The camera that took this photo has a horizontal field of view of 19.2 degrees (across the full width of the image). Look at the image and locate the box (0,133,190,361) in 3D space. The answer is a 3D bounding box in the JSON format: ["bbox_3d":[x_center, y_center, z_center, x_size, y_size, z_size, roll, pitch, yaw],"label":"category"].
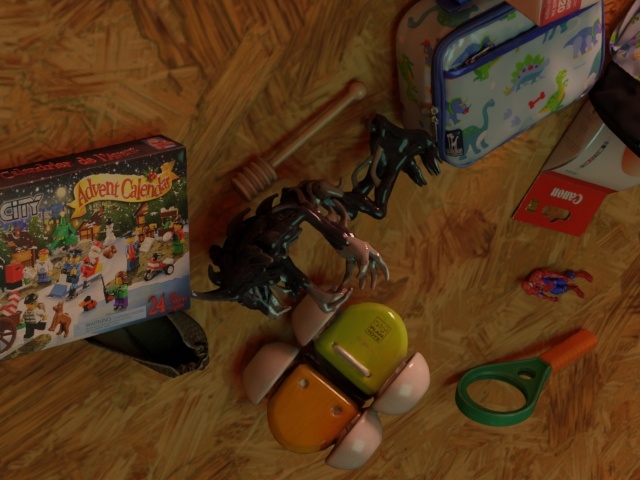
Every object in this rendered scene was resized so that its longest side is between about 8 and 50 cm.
[{"bbox_3d":[-0.223,0.009,1.651,0.233,0.044,0.159,-16,117,-33],"label":"box"}]

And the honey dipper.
[{"bbox_3d":[-0.016,-0.097,1.797,0.160,0.030,0.030,-40,143,-10],"label":"honey dipper"}]

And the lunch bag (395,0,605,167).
[{"bbox_3d":[0.178,-0.186,1.851,0.219,0.090,0.176,-28,137,-23],"label":"lunch bag"}]

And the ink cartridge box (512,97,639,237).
[{"bbox_3d":[0.312,-0.077,2.115,0.145,0.045,0.179,12,113,-48],"label":"ink cartridge box"}]

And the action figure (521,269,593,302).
[{"bbox_3d":[0.275,0.052,2.214,0.115,0.030,0.038,2,128,-42],"label":"action figure"}]

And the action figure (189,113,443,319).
[{"bbox_3d":[0.000,0.000,1.799,0.275,0.141,0.164,-40,-172,-17],"label":"action figure"}]

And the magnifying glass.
[{"bbox_3d":[0.251,0.159,2.255,0.231,0.092,0.026,-24,135,-41],"label":"magnifying glass"}]

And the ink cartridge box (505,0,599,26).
[{"bbox_3d":[0.240,-0.302,1.739,0.217,0.158,0.092,-26,138,-23],"label":"ink cartridge box"}]

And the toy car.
[{"bbox_3d":[0.020,0.140,1.979,0.182,0.159,0.136,-50,177,6],"label":"toy car"}]

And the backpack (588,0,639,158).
[{"bbox_3d":[0.471,-0.224,1.977,0.355,0.273,0.290,-44,134,18],"label":"backpack"}]

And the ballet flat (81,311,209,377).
[{"bbox_3d":[-0.181,0.080,1.782,0.084,0.058,0.250,-49,143,4],"label":"ballet flat"}]
